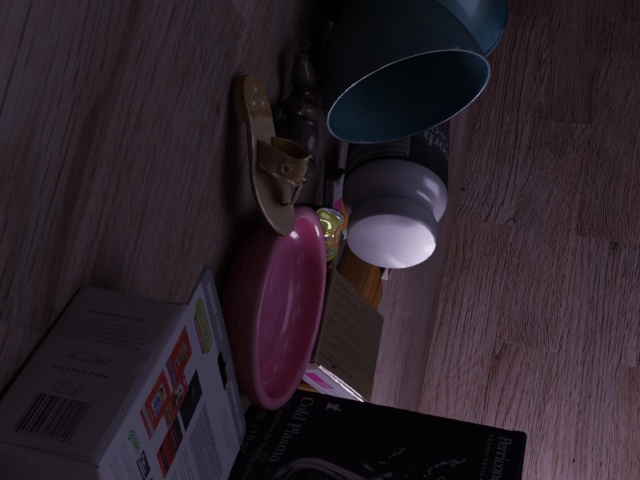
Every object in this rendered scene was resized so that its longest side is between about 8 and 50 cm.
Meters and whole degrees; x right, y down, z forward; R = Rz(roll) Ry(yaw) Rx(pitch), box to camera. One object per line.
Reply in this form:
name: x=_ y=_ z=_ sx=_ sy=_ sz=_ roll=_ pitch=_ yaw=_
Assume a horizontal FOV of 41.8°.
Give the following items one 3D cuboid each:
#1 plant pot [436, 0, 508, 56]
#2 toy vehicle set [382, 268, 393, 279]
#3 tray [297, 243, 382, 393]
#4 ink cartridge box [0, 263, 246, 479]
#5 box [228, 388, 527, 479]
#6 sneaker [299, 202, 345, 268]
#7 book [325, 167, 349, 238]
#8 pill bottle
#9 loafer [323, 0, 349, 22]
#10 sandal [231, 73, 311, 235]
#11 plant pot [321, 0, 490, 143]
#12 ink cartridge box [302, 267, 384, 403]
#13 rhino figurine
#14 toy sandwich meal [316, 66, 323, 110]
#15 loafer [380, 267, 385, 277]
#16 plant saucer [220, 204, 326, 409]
plant pot: x=0.243 y=-0.538 z=1.826 sx=0.255 sy=0.272 sz=0.271 roll=36 pitch=63 yaw=-56
toy vehicle set: x=0.205 y=-0.024 z=2.325 sx=0.267 sy=0.035 sz=0.166 roll=-51 pitch=146 yaw=-60
tray: x=0.053 y=0.206 z=1.871 sx=0.203 sy=0.076 sz=0.411 roll=80 pitch=26 yaw=-48
ink cartridge box: x=-0.200 y=0.212 z=0.920 sx=0.272 sy=0.130 sz=0.309 roll=-66 pitch=158 yaw=-46
box: x=0.051 y=0.517 z=1.322 sx=0.480 sy=0.472 sz=0.297 roll=-58 pitch=152 yaw=-54
sneaker: x=0.000 y=0.000 z=1.570 sx=0.208 sy=0.081 sz=0.094 roll=65 pitch=39 yaw=-63
book: x=0.035 y=-0.068 z=1.738 sx=0.096 sy=0.035 sz=0.144 roll=-43 pitch=138 yaw=-62
pill bottle: x=0.154 y=-0.137 z=1.690 sx=0.210 sy=0.210 sz=0.363 roll=78 pitch=16 yaw=-51
loafer: x=0.044 y=-0.481 z=1.446 sx=0.251 sy=0.087 sz=0.094 roll=69 pitch=34 yaw=-60
sandal: x=-0.054 y=-0.122 z=1.189 sx=0.088 sy=0.079 sz=0.240 roll=-32 pitch=110 yaw=-56
plant pot: x=0.124 y=-0.324 z=1.452 sx=0.290 sy=0.290 sz=0.195 roll=47 pitch=25 yaw=-70
ink cartridge box: x=0.027 y=0.190 z=1.622 sx=0.234 sy=0.088 sz=0.193 roll=47 pitch=49 yaw=-48
rhino figurine: x=-0.037 y=-0.201 z=1.353 sx=0.106 sy=0.073 sz=0.243 roll=5 pitch=92 yaw=-70
toy sandwich meal: x=0.000 y=-0.277 z=1.517 sx=0.085 sy=0.029 sz=0.085 roll=10 pitch=90 yaw=-71
loafer: x=0.143 y=0.050 z=2.119 sx=0.061 sy=0.062 sz=0.170 roll=78 pitch=27 yaw=-62
plant saucer: x=-0.078 y=0.104 z=1.357 sx=0.332 sy=0.084 sz=0.332 roll=8 pitch=90 yaw=-74
